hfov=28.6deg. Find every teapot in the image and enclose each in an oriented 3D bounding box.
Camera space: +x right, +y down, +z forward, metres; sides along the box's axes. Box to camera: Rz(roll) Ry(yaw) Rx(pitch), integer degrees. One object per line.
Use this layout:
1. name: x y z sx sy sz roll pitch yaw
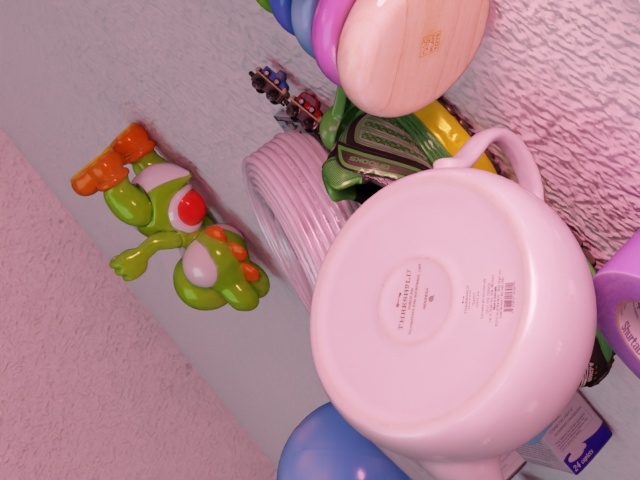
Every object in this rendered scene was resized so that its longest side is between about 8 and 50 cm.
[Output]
1. teapot: 0.129 0.066 1.036 0.187 0.256 0.252 23 -157 -48

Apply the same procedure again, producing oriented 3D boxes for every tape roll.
1. tape roll: 0.310 0.068 0.998 0.189 0.080 0.189 43 164 15

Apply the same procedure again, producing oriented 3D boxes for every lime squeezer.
1. lime squeezer: 0.065 -0.093 1.318 0.110 0.059 0.310 -10 127 35

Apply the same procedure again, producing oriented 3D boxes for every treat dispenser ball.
1. treat dispenser ball: 0.073 0.393 2.036 0.288 0.288 0.288 42 164 15

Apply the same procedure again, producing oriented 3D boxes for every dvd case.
1. dvd case: -0.002 -0.105 1.502 0.119 0.013 0.087 55 162 -23

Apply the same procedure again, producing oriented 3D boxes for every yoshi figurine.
1. yoshi figurine: -0.250 -0.007 2.100 0.362 0.203 0.203 46 180 -7

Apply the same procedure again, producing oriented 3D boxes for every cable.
1. cable: 0.000 0.000 1.402 0.257 0.089 0.257 64 172 0

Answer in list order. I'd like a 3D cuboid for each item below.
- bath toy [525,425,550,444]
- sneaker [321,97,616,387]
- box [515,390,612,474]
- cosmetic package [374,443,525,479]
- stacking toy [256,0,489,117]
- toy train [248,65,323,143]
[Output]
1. bath toy: 0.154 0.111 1.412 0.129 0.151 0.348 30 177 -18
2. sneaker: 0.139 0.016 1.192 0.343 0.146 0.134 45 164 2
3. box: 0.252 0.198 1.481 0.137 0.072 0.126 49 165 -11
4. cosmetic package: 0.170 0.256 1.722 0.225 0.138 0.224 44 164 15
5. stacking toy: -0.019 -0.240 1.030 0.330 0.141 0.141 43 165 33
6. toy train: -0.017 -0.146 1.397 0.158 0.036 0.027 40 180 15
